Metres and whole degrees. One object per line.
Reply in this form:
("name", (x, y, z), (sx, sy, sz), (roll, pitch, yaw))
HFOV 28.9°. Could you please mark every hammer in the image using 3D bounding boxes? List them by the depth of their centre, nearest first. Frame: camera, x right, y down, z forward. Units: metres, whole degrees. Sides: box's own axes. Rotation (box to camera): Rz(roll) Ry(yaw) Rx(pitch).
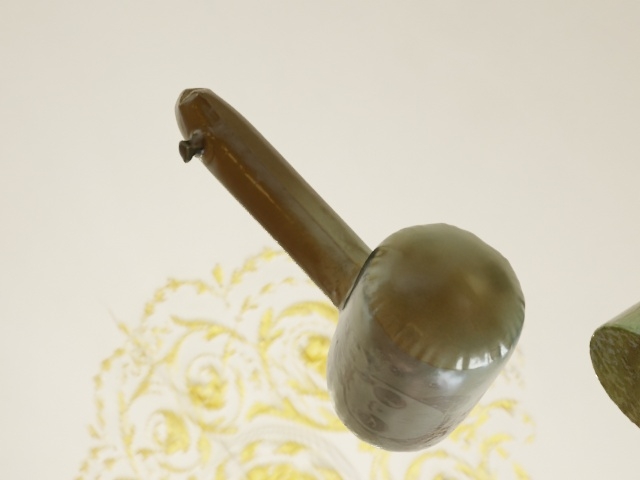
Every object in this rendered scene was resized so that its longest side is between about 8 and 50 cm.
("hammer", (0.000, 0.000, 0.851), (0.305, 0.113, 0.202), (46, -28, 15))

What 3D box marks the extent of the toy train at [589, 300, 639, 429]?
("toy train", (0.333, 0.072, 0.871), (0.189, 0.307, 0.126), (30, -40, 49))
